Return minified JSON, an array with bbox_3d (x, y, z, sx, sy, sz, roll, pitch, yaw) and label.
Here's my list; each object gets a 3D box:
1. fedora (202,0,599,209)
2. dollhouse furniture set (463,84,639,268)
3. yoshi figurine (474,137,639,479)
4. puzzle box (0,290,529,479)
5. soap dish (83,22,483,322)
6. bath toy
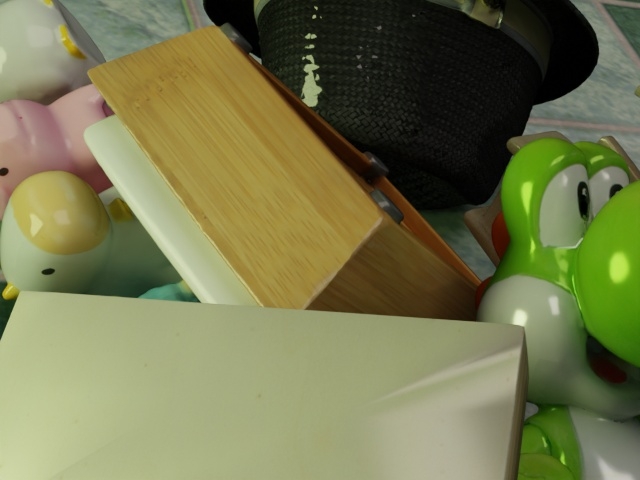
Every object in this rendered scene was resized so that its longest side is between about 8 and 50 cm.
[{"bbox_3d":[0.059,-0.115,1.107,0.334,0.334,0.152,12,75,-12],"label":"fedora"},{"bbox_3d":[0.240,-0.012,0.997,0.259,0.262,0.135,-10,50,-42],"label":"dollhouse furniture set"},{"bbox_3d":[0.175,0.116,0.749,0.203,0.362,0.203,-6,-4,15],"label":"yoshi figurine"},{"bbox_3d":[-0.067,0.209,0.597,0.272,0.052,0.409,4,55,15],"label":"puzzle box"},{"bbox_3d":[0.000,0.000,0.891,0.229,0.118,0.291,50,8,32],"label":"soap dish"},{"bbox_3d":[-0.186,-0.040,0.966,0.151,0.129,0.348,47,11,-53],"label":"bath toy"}]
